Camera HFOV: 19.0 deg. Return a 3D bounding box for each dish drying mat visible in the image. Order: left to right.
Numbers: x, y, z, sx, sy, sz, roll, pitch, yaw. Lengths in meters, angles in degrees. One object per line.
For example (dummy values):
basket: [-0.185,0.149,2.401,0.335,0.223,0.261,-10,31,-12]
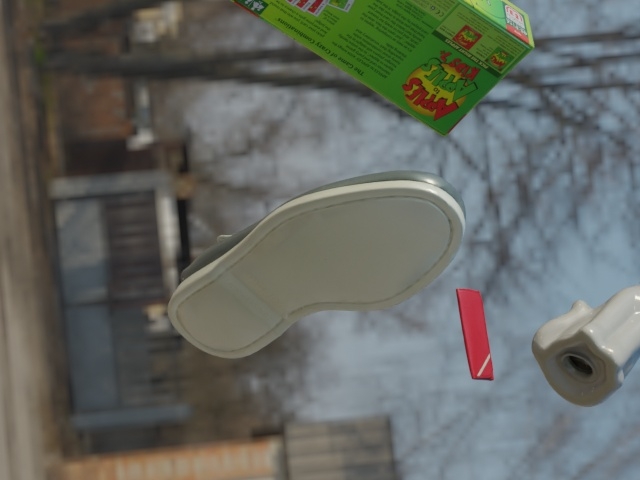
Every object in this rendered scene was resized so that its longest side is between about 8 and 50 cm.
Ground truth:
dish drying mat: [0.139,0.084,1.716,0.008,0.032,0.083,-22,-110,43]

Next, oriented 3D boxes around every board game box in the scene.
board game box: [0.040,-0.152,1.245,0.092,0.181,0.043,-45,-153,29]

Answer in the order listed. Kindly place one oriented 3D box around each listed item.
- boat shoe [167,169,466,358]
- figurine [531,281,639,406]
boat shoe: [0.000,0.000,1.518,0.319,0.116,0.099,-27,-155,45]
figurine: [0.320,0.101,1.662,0.215,0.209,0.092,45,-38,8]
